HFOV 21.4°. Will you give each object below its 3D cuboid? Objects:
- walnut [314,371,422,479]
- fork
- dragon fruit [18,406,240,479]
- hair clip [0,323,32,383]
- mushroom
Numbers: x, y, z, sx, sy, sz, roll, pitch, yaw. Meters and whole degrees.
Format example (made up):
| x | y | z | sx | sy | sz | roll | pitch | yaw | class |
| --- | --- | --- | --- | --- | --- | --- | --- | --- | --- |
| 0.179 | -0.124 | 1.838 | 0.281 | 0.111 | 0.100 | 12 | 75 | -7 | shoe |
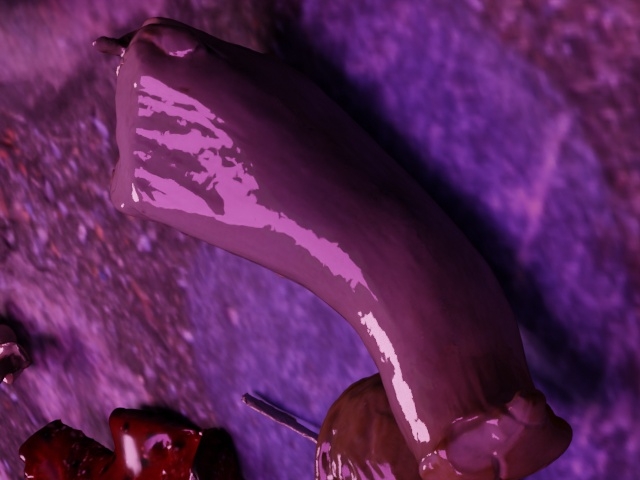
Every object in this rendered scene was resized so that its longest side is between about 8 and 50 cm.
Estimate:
| x | y | z | sx | sy | sz | roll | pitch | yaw | class |
| --- | --- | --- | --- | --- | --- | --- | --- | --- | --- |
| 0.038 | 0.103 | 0.777 | 0.092 | 0.092 | 0.092 | 33 | 138 | 35 | walnut |
| -0.004 | 0.103 | 0.889 | 0.115 | 0.016 | 0.012 | 21 | 108 | 44 | fork |
| -0.128 | 0.159 | 1.023 | 0.192 | 0.092 | 0.122 | 24 | 133 | 42 | dragon fruit |
| -0.245 | 0.080 | 1.162 | 0.062 | 0.056 | 0.214 | 51 | 158 | -17 | hair clip |
| 0.001 | -0.002 | 0.731 | 0.278 | 0.096 | 0.099 | 42 | 144 | 18 | mushroom |
